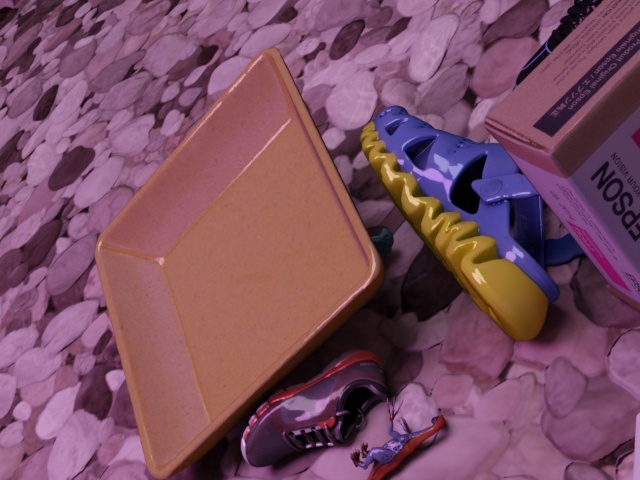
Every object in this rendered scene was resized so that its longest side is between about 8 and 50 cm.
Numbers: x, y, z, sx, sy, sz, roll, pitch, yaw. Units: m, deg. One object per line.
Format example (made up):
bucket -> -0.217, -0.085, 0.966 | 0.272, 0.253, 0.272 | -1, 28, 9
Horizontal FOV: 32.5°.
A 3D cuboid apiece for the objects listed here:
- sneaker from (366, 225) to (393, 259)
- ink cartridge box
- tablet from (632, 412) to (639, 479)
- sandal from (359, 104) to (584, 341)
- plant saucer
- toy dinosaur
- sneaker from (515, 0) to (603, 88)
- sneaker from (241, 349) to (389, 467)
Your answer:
sneaker -> 0.000, 0.000, 1.143 | 0.166, 0.065, 0.076 | -15, 66, 32
ink cartridge box -> 0.265, -0.071, 0.824 | 0.193, 0.235, 0.088 | -46, 35, -2
tablet -> 0.255, 0.160, 0.801 | 0.054, 0.006, 0.083 | -14, 45, 35
sandal -> 0.149, -0.041, 1.019 | 0.138, 0.126, 0.317 | -39, 44, 1
plant saucer -> -0.080, 0.025, 1.115 | 0.333, 0.081, 0.333 | -44, 46, 23
toy dinosaur -> 0.071, 0.180, 0.950 | 0.082, 0.047, 0.090 | -11, 80, 25
sneaker -> 0.279, -0.229, 1.091 | 0.232, 0.090, 0.081 | -39, 36, 6
sneaker -> -0.005, 0.165, 1.006 | 0.158, 0.061, 0.065 | -40, 42, 8
